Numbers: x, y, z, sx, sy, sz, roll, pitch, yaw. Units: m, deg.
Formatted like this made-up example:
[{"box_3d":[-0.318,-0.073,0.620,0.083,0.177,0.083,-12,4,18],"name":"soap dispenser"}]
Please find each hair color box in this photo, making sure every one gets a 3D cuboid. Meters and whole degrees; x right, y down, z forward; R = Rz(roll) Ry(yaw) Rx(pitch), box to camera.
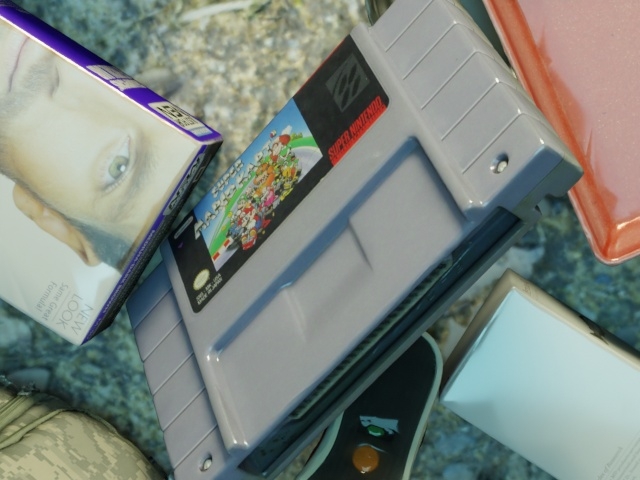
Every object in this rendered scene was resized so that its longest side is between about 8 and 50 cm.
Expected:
[{"box_3d":[-0.268,-0.090,1.064,0.339,0.110,0.185,32,98,0],"name":"hair color box"}]

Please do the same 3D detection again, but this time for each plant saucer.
[{"box_3d":[0.264,-0.148,0.976,0.259,0.048,0.258,-24,90,6],"name":"plant saucer"}]

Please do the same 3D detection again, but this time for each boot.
[{"box_3d":[0.022,0.193,1.017,0.088,0.176,0.244,23,72,9],"name":"boot"}]

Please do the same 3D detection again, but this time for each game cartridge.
[{"box_3d":[0.000,0.000,0.974,0.068,0.230,0.355,26,115,-41],"name":"game cartridge"}]

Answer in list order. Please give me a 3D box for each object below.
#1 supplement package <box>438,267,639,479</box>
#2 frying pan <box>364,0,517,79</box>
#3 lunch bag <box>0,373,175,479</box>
[{"box_3d":[0.189,0.116,1.041,0.179,0.105,0.105,33,99,0],"name":"supplement package"},{"box_3d":[0.165,-0.249,1.026,0.197,0.053,0.326,32,97,0],"name":"frying pan"},{"box_3d":[-0.240,0.235,1.006,0.256,0.305,0.212,22,101,6],"name":"lunch bag"}]
